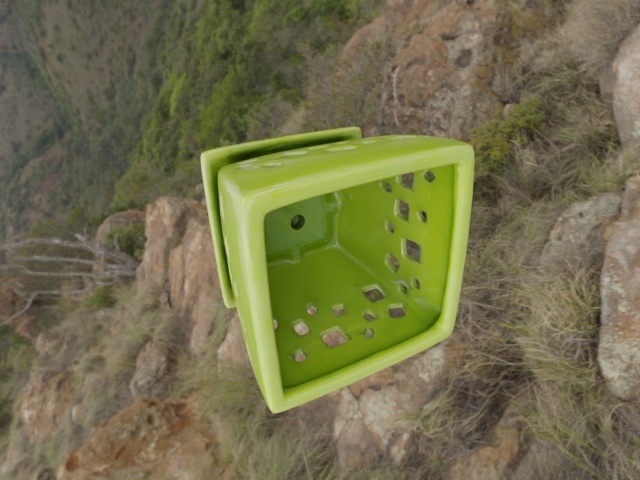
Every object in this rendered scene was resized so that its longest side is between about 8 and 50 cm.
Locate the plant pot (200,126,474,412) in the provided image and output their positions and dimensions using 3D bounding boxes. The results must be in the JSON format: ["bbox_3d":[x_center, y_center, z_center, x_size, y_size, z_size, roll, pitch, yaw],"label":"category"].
[{"bbox_3d":[0.000,0.000,0.477,0.207,0.227,0.228,39,139,52],"label":"plant pot"}]
